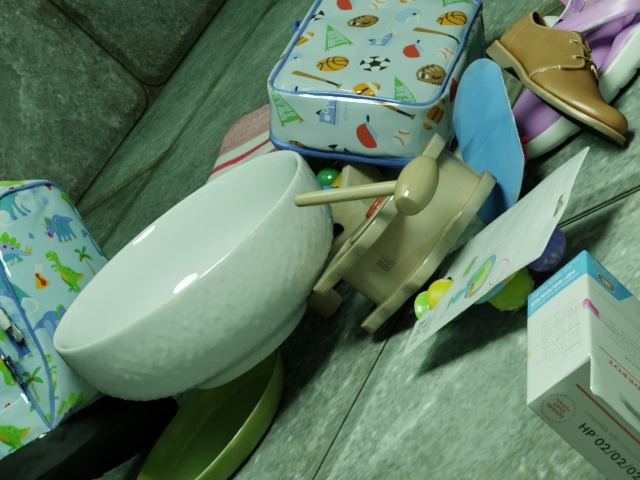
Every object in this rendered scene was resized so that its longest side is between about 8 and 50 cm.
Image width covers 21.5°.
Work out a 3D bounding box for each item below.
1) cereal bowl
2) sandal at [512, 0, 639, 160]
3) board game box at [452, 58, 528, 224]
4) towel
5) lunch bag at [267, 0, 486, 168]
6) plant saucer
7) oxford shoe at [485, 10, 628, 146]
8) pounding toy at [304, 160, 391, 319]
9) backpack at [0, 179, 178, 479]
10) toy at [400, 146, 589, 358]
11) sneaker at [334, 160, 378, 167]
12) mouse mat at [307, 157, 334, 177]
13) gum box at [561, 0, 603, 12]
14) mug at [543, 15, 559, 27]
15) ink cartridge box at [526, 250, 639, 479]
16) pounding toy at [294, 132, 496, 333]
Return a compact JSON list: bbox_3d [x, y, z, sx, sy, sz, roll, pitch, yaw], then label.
[{"bbox_3d":[-0.118,0.058,1.838,0.339,0.141,0.339,-34,18,12],"label":"cereal bowl"},{"bbox_3d":[0.313,-0.259,1.734,0.416,0.102,0.169,-47,13,9],"label":"sandal"},{"bbox_3d":[0.183,-0.102,1.707,0.133,0.033,0.169,125,135,-62],"label":"board game box"},{"bbox_3d":[-0.094,-0.082,2.147,0.237,0.037,0.329,-33,24,39],"label":"towel"},{"bbox_3d":[0.066,-0.208,2.054,0.243,0.115,0.303,6,36,17],"label":"lunch bag"},{"bbox_3d":[-0.116,0.215,1.874,0.241,0.037,0.241,-44,16,16],"label":"plant saucer"},{"bbox_3d":[0.239,-0.163,1.638,0.076,0.076,0.212,-50,43,11],"label":"oxford shoe"},{"bbox_3d":[-0.007,0.008,1.974,0.181,0.094,0.206,-42,16,21],"label":"pounding toy"},{"bbox_3d":[-0.348,0.103,1.998,0.273,0.355,0.290,-52,-18,30],"label":"backpack"},{"bbox_3d":[0.169,0.025,1.520,0.237,0.056,0.137,-37,20,51],"label":"toy"},{"bbox_3d":[-0.028,-0.080,2.233,0.271,0.108,0.100,-46,17,14],"label":"sneaker"},{"bbox_3d":[-0.041,-0.043,2.164,0.189,0.007,0.152,-28,64,43],"label":"mouse mat"},{"bbox_3d":[0.326,-0.330,1.868,0.188,0.107,0.062,-37,19,36],"label":"gum box"},{"bbox_3d":[0.249,-0.222,1.911,0.064,0.062,0.078,-41,21,-3],"label":"mug"},{"bbox_3d":[0.197,0.099,1.161,0.061,0.104,0.181,-41,16,25],"label":"ink cartridge box"},{"bbox_3d":[0.065,-0.037,1.677,0.154,0.155,0.269,-55,3,-33],"label":"pounding toy"}]
